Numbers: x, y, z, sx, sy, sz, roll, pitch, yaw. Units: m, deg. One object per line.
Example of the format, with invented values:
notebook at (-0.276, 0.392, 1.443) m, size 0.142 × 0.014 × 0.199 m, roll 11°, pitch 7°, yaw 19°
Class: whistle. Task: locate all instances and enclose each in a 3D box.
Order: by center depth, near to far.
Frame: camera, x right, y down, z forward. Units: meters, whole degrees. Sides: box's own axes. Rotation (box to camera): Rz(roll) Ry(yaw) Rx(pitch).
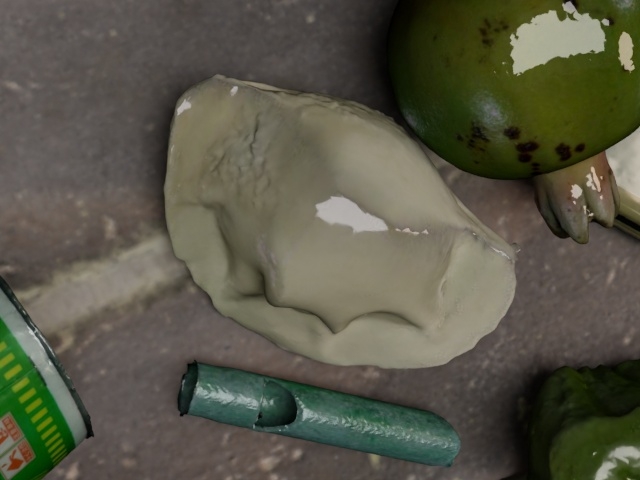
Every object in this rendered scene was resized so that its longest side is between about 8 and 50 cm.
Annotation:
whistle at (0.001, 0.114, 0.880) m, size 0.186 × 0.039 × 0.039 m, roll 15°, pitch 90°, yaw -19°

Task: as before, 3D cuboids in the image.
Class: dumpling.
dumpling at (-0.004, -0.002, 0.835) m, size 0.215 × 0.126 × 0.166 m, roll 21°, pitch 115°, yaw -32°

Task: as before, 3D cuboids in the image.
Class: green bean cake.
green bean cake at (0.243, 0.197, 0.919) m, size 0.222 × 0.125 × 0.248 m, roll -12°, pitch 99°, yaw -16°

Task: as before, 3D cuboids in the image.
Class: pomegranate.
pomegranate at (0.137, -0.097, 0.835) m, size 0.180 × 0.180 × 0.210 m, roll -28°, pitch 105°, yaw -13°

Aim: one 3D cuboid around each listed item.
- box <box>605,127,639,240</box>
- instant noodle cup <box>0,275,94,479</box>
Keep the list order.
box at (0.313, -0.069, 0.959) m, size 0.270 × 0.045 × 0.211 m, roll 25°, pitch 87°, yaw -18°
instant noodle cup at (-0.258, 0.116, 0.729) m, size 0.232 × 0.207 × 0.207 m, roll -36°, pitch 105°, yaw -21°
